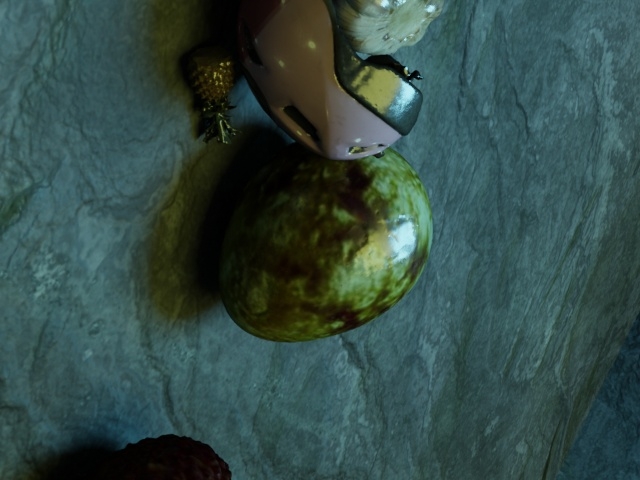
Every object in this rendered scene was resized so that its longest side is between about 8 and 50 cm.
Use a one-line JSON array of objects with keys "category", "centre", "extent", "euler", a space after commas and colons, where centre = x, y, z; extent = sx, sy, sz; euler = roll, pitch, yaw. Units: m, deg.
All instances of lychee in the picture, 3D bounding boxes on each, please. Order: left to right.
[{"category": "lychee", "centre": [-0.199, 0.360, 1.270], "extent": [0.260, 0.260, 0.260], "euler": [-34, 136, -40]}]

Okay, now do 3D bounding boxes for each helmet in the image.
[{"category": "helmet", "centre": [-0.007, -0.188, 1.199], "extent": [0.154, 0.253, 0.198], "euler": [-58, -173, 8]}]

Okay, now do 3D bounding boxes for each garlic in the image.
[{"category": "garlic", "centre": [0.080, -0.305, 1.368], "extent": [0.159, 0.102, 0.147], "euler": [-15, 137, -37]}]

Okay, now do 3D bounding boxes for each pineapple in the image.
[{"category": "pineapple", "centre": [-0.121, -0.156, 1.217], "extent": [0.058, 0.058, 0.124], "euler": [-37, 142, -38]}]

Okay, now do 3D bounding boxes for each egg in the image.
[{"category": "egg", "centre": [0.000, 0.000, 1.327], "extent": [0.289, 0.238, 0.238], "euler": [-38, 142, -7]}]
